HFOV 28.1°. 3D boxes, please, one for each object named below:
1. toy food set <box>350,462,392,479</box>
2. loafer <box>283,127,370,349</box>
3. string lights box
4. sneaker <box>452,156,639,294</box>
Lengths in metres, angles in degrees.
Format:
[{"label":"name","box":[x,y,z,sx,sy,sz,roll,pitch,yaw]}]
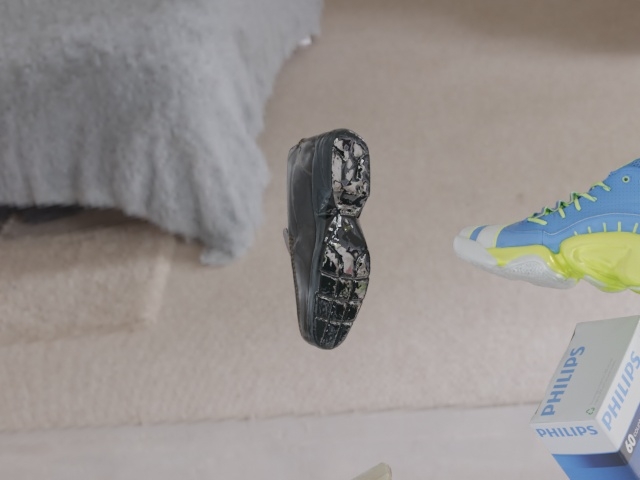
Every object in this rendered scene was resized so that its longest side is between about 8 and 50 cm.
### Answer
[{"label":"toy food set","box":[-0.010,0.243,0.769,0.128,0.071,0.218,-28,50,26]},{"label":"loafer","box":[0.000,0.000,0.991,0.061,0.170,0.062,-4,-14,43]},{"label":"string lights box","box":[0.310,0.209,1.209,0.077,0.259,0.133,-11,35,45]},{"label":"sneaker","box":[0.245,-0.017,1.162,0.240,0.126,0.091,9,-5,13]}]
